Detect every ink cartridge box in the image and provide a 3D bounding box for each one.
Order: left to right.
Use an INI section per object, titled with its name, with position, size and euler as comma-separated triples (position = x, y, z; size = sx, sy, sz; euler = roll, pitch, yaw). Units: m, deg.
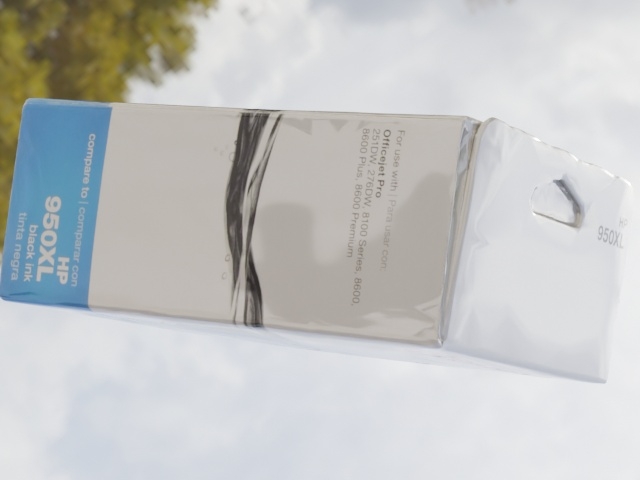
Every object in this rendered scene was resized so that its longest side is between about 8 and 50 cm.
[ink cartridge box]
position = 0.000, 0.000, 1.521
size = 0.395, 0.285, 0.166
euler = 4, -96, 33
